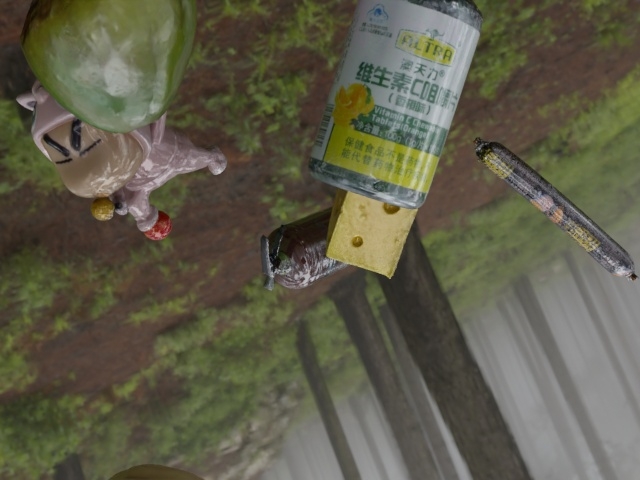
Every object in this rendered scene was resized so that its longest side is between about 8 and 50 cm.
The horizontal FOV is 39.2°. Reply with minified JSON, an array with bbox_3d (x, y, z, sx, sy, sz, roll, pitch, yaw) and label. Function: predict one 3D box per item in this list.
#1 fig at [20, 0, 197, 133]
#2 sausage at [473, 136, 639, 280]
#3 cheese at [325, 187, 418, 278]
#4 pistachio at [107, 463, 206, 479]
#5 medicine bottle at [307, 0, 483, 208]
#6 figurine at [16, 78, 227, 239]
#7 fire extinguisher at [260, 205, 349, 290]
[{"bbox_3d":[-0.209,-0.206,0.915,0.181,0.191,0.181,-8,-157,3],"label":"fig"},{"bbox_3d":[0.209,-0.026,0.790,0.028,0.198,0.025,-44,-167,28],"label":"sausage"},{"bbox_3d":[0.066,-0.043,1.179,0.093,0.126,0.171,18,-166,-4],"label":"cheese"},{"bbox_3d":[-0.146,0.346,0.893,0.193,0.318,0.214,-40,140,-25],"label":"pistachio"},{"bbox_3d":[0.091,-0.191,0.997,0.141,0.293,0.141,17,-174,-2],"label":"medicine bottle"},{"bbox_3d":[-0.253,-0.117,1.186,0.176,0.186,0.287,-19,143,21],"label":"figurine"},{"bbox_3d":[0.000,0.000,1.584,0.337,0.114,0.135,-25,133,-49],"label":"fire extinguisher"}]
